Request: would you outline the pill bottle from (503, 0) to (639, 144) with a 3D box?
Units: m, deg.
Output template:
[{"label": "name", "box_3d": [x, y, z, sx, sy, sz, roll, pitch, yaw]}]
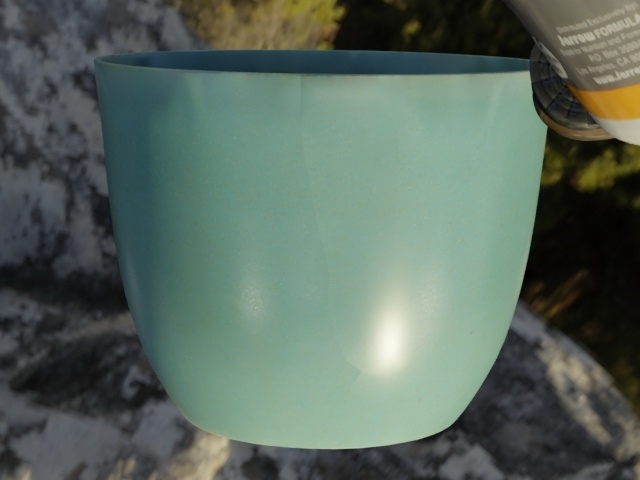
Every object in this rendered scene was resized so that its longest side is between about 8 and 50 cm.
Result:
[{"label": "pill bottle", "box_3d": [0.094, -0.184, 0.615, 0.278, 0.162, 0.162, 51, 53, -17]}]

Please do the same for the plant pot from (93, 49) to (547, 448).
[{"label": "plant pot", "box_3d": [0.000, 0.000, 1.117, 0.293, 0.293, 0.235, -2, 100, -20]}]

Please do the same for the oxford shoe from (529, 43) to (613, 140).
[{"label": "oxford shoe", "box_3d": [0.218, -0.119, 0.937, 0.227, 0.096, 0.083, -20, 76, 2]}]
